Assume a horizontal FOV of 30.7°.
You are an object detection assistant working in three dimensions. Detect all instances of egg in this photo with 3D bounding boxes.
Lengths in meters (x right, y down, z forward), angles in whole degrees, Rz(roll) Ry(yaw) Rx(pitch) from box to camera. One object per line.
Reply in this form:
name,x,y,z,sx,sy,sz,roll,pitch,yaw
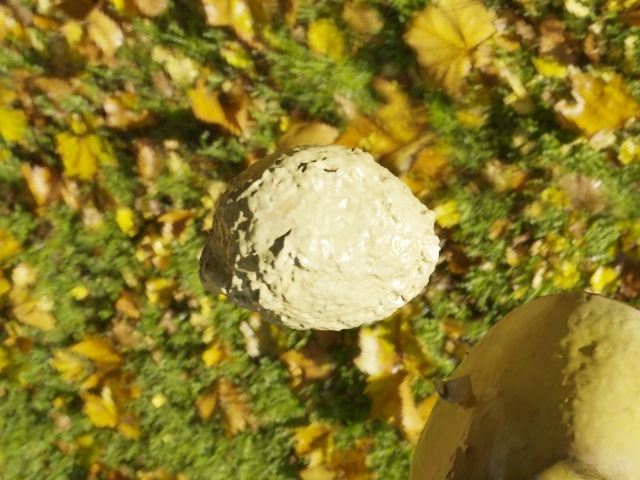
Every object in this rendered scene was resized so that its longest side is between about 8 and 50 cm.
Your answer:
egg,0.000,0.000,0.697,0.140,0.116,0.118,9,101,-2

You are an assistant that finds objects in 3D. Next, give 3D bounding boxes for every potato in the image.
potato,0.129,0.175,0.703,0.239,0.116,0.299,46,135,35
